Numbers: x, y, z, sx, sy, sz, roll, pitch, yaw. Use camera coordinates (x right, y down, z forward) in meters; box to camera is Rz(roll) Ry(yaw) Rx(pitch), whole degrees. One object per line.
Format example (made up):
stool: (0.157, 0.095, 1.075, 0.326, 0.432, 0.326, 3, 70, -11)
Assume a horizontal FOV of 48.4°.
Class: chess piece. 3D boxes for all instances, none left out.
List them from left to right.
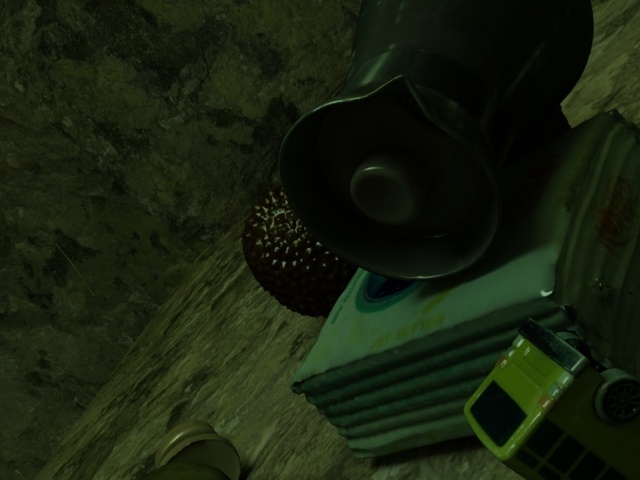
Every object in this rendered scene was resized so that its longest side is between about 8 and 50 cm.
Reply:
chess piece: (-0.222, 0.365, 1.211, 0.307, 0.124, 0.138, 177, 105, -76)

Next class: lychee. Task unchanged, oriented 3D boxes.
lychee: (0.000, 0.000, 1.264, 0.267, 0.267, 0.267, -43, 14, 13)

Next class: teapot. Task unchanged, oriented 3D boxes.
teapot: (0.114, -0.133, 0.723, 0.300, 0.253, 0.344, 96, -161, -48)

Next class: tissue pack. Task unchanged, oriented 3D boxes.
tissue pack: (0.168, 0.062, 0.772, 0.388, 0.162, 0.287, -32, 19, 49)

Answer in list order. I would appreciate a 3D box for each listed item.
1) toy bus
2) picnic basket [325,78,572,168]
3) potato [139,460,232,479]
toy bus: (0.189, 0.139, 0.466, 0.101, 0.175, 0.088, -52, 13, 3)
picnic basket: (0.187, -0.150, 1.007, 0.254, 0.321, 0.291, -42, 18, -1)
potato: (-0.166, 0.374, 0.837, 0.307, 0.173, 0.210, -139, 72, -79)
